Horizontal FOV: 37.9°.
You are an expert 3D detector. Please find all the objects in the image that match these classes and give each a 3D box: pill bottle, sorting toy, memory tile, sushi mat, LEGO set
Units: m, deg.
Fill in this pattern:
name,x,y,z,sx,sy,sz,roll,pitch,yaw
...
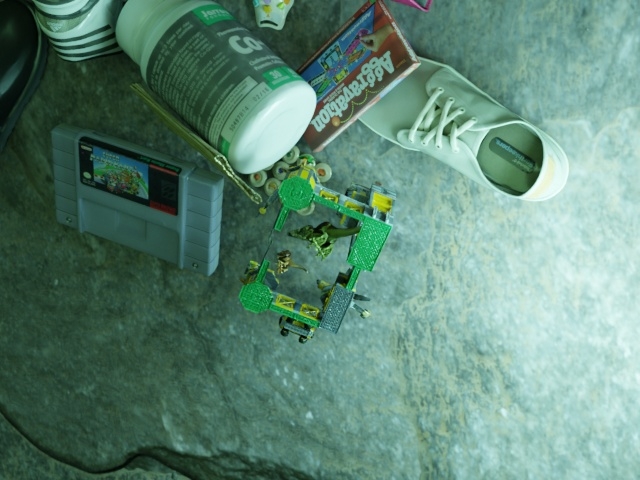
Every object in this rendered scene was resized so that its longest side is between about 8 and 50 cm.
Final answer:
name,x,y,z,sx,sy,sz,roll,pitch,yaw
pill bottle,-0.198,-0.308,1.708,0.361,0.204,0.204,43,105,16
sorting toy,-0.095,-0.440,1.767,0.083,0.045,0.075,11,117,15
memory tile,-0.060,-0.126,1.796,0.148,0.012,0.113,31,103,10
sushi mat,-0.229,-0.180,1.703,0.019,0.151,0.316,-46,51,-5
LEGO set,0.000,0.000,1.697,0.254,0.192,0.331,14,115,1

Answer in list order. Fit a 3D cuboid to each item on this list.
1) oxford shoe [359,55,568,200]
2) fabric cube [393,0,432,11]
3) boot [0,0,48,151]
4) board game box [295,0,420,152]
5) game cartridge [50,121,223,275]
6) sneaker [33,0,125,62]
name,x,y,z,sx,sy,sz,roll,pitch,yaw
oxford shoe,0.229,-0.208,1.648,0.449,0.130,0.169,31,107,14
fabric cube,0.086,-0.562,1.588,0.258,0.254,0.259,20,100,12
boot,-0.714,-0.300,1.738,0.146,0.445,0.367,23,101,12
board game box,0.044,-0.294,1.680,0.281,0.027,0.145,-38,77,39
game cartridge,-0.361,-0.081,1.813,0.355,0.068,0.230,19,133,14
sneaker,-0.420,-0.525,1.765,0.169,0.257,0.448,16,60,4
